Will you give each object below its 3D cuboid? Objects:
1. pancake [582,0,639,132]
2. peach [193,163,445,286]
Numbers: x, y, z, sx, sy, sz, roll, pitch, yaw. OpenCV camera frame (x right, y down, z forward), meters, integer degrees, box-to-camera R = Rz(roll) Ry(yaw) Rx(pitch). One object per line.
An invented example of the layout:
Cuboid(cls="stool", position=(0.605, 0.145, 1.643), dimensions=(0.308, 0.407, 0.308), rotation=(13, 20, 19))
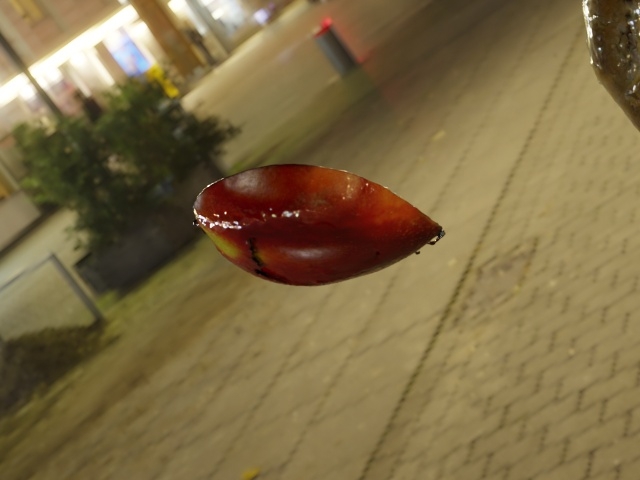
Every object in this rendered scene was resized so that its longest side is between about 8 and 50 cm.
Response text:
Cuboid(cls="pancake", position=(0.430, -0.224, 1.436), dimensions=(0.356, 0.356, 0.065), rotation=(-23, 17, 50))
Cuboid(cls="peach", position=(-0.002, 0.003, 1.453), dimensions=(0.189, 0.279, 0.068), rotation=(95, 178, -54))
